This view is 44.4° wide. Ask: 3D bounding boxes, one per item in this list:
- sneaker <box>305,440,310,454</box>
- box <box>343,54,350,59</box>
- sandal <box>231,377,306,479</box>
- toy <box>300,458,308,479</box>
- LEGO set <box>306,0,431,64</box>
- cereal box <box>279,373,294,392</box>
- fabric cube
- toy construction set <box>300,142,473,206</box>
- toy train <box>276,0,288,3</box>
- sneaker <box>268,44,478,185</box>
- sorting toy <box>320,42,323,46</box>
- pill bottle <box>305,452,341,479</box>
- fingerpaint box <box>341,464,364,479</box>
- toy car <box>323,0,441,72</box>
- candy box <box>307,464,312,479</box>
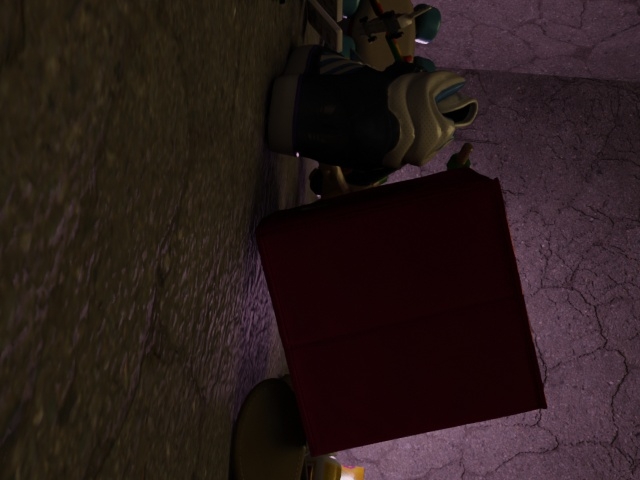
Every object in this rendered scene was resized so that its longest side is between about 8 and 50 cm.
[{"bbox_3d":[-0.012,0.306,1.452,0.297,0.110,0.129,-157,-131,-81],"label":"sneaker"},{"bbox_3d":[0.018,-0.241,1.379,0.109,0.042,0.178,96,7,-58],"label":"box"},{"bbox_3d":[-0.064,0.265,0.872,0.079,0.088,0.240,4,-74,60],"label":"sandal"},{"bbox_3d":[-0.048,0.478,1.312,0.137,0.056,0.237,108,-23,-48],"label":"toy"},{"bbox_3d":[0.065,-0.289,1.054,0.244,0.060,0.182,53,-14,22],"label":"LEGO set"},{"bbox_3d":[-0.054,0.331,1.190,0.173,0.047,0.240,60,36,-84],"label":"cereal box"},{"bbox_3d":[0.090,0.066,0.924,0.254,0.258,0.259,-63,140,-81],"label":"fabric cube"},{"bbox_3d":[0.050,-0.042,1.260,0.309,0.257,0.237,-58,174,-33],"label":"toy construction set"},{"bbox_3d":[-0.041,-0.283,0.804,0.083,0.017,0.024,91,-4,-49],"label":"toy train"},{"bbox_3d":[0.071,-0.164,0.974,0.323,0.236,0.130,-73,168,-70],"label":"sneaker"},{"bbox_3d":[-0.005,-0.291,1.358,0.083,0.012,0.062,91,8,-47],"label":"sorting toy"},{"bbox_3d":[-0.004,0.563,1.831,0.103,0.103,0.184,90,7,-55],"label":"pill bottle"},{"bbox_3d":[0.017,0.885,2.139,0.371,0.163,0.445,-28,124,-84],"label":"fingerpaint box"},{"bbox_3d":[0.082,-0.380,1.565,0.238,0.219,0.211,-9,-107,65],"label":"toy car"},{"bbox_3d":[-0.043,0.539,1.618,0.187,0.053,0.109,91,5,-61],"label":"candy box"}]
